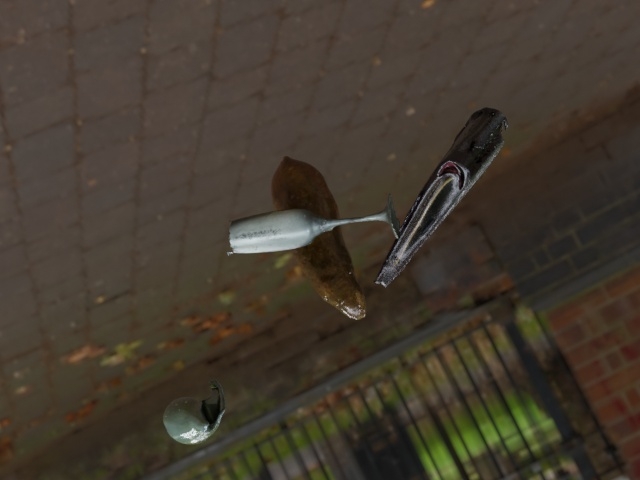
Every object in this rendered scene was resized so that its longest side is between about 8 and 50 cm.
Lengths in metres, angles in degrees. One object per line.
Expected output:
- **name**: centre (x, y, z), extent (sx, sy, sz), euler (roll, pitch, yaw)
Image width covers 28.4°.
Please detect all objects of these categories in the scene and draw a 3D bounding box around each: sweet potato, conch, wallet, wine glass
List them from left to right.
- **conch**: centre (-0.160, 0.231, 1.659), extent (0.088, 0.065, 0.180), euler (-33, -173, -22)
- **wine glass**: centre (-0.015, -0.020, 1.877), extent (0.262, 0.074, 0.074), euler (-7, 171, 12)
- **sweet potato**: centre (0.000, 0.002, 1.949), extent (0.097, 0.292, 0.097), euler (-21, 159, -8)
- **wallet**: centre (0.186, -0.065, 1.957), extent (0.262, 0.071, 0.221), euler (-57, 178, 36)
